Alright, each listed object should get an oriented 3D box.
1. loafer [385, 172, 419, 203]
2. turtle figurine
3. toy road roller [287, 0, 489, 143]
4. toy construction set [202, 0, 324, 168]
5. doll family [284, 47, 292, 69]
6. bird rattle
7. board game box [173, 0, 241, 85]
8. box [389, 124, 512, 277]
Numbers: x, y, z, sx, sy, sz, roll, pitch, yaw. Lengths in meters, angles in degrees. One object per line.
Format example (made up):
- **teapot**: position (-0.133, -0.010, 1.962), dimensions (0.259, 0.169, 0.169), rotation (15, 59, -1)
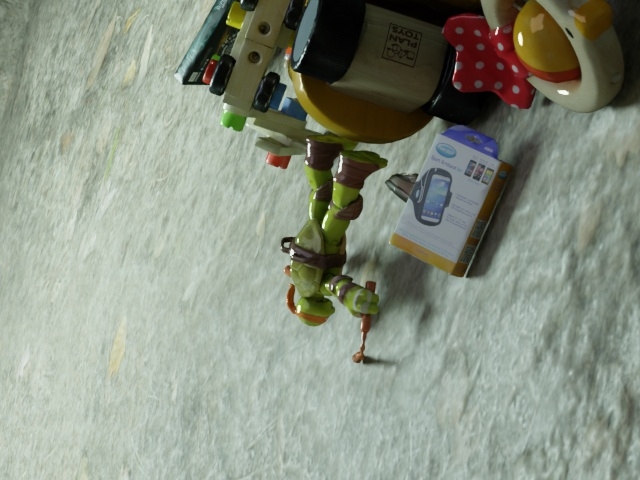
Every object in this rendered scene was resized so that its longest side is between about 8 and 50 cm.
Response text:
- **loafer**: position (0.111, -0.047, 1.662), dimensions (0.039, 0.045, 0.125), rotation (-51, 31, 0)
- **turtle figurine**: position (0.000, 0.000, 1.740), dimensions (0.269, 0.087, 0.217), rotation (-133, 50, -67)
- **toy road roller**: position (0.071, -0.265, 1.728), dimensions (0.240, 0.202, 0.329), rotation (155, 130, -72)
- **toy construction set**: position (-0.052, -0.244, 1.917), dimensions (0.215, 0.151, 0.327), rotation (-80, -4, -79)
- **doll family**: position (-0.022, -0.352, 2.085), dimensions (0.263, 0.118, 0.163), rotation (-63, 24, 15)
- **bird rattle**: position (0.185, -0.189, 1.450), dimensions (0.207, 0.143, 0.253), rotation (47, 157, 34)
- **board game box**: position (-0.110, -0.291, 2.229), dimensions (0.026, 0.126, 0.186), rotation (49, 121, 26)
- **box**: position (0.129, -0.042, 1.580), dimensions (0.081, 0.028, 0.136), rotation (28, 96, 33)
